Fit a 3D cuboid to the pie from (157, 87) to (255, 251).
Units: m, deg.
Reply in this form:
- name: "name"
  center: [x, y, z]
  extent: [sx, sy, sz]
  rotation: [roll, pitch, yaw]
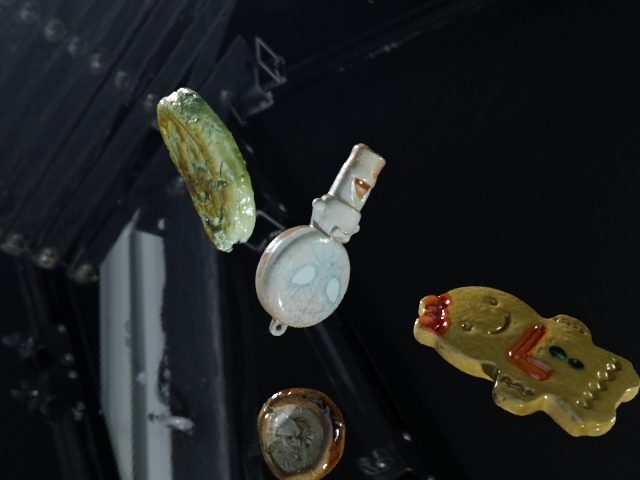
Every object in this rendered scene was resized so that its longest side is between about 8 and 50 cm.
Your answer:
- name: "pie"
  center: [-0.197, -0.124, 1.401]
  extent: [0.066, 0.303, 0.302]
  rotation: [-26, -128, -21]

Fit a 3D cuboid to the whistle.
- name: "whistle"
  center: [0.000, 0.000, 0.853]
  extent: [0.057, 0.107, 0.220]
  rotation: [26, -93, 48]

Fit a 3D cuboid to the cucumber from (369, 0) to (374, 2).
- name: "cucumber"
  center: [0.028, -0.392, 1.120]
  extent: [0.038, 0.163, 0.043]
  rotation: [-25, -156, 24]

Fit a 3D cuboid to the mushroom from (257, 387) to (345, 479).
- name: "mushroom"
  center: [-0.023, 0.238, 0.992]
  extent: [0.123, 0.052, 0.123]
  rotation: [-6, -101, 34]

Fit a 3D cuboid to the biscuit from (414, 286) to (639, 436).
- name: "biscuit"
  center: [0.206, 0.109, 0.827]
  extent: [0.225, 0.166, 0.036]
  rotation: [32, -49, 28]
